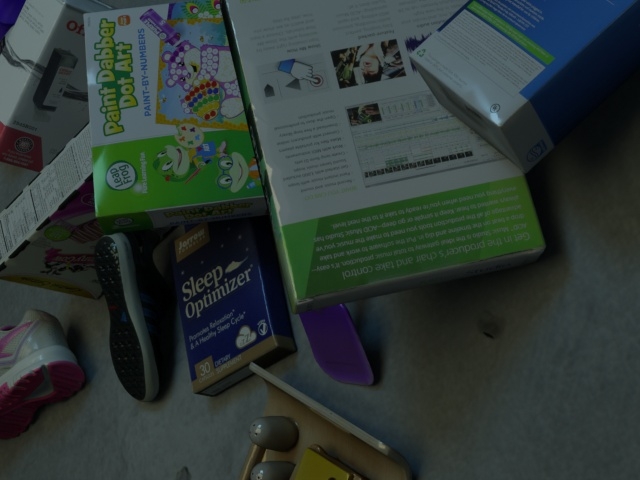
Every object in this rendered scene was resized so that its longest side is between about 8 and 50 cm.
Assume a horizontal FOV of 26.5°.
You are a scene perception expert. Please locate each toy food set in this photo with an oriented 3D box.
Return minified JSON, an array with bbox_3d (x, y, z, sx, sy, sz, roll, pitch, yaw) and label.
[{"bbox_3d":[-0.050,0.300,1.342,0.220,0.092,0.306,25,97,45],"label":"toy food set"}]

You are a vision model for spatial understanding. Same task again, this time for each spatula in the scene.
[{"bbox_3d":[0.000,0.000,1.351,0.084,0.030,0.296,-2,97,51],"label":"spatula"}]

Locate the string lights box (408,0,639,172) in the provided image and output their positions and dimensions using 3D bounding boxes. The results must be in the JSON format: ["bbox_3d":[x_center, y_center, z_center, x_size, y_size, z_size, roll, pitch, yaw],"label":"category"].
[{"bbox_3d":[0.219,-0.195,1.163,0.259,0.077,0.133,-42,49,-1],"label":"string lights box"}]

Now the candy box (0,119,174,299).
[{"bbox_3d":[-0.265,-0.031,1.598,0.233,0.159,0.071,-40,53,31],"label":"candy box"}]

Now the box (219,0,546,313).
[{"bbox_3d":[0.051,-0.110,1.253,0.058,0.232,0.322,98,159,-72],"label":"box"}]

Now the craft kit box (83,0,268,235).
[{"bbox_3d":[-0.124,-0.142,1.463,0.246,0.061,0.250,-9,68,2],"label":"craft kit box"}]

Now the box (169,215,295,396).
[{"bbox_3d":[-0.104,0.044,1.509,0.136,0.036,0.225,-32,57,34],"label":"box"}]

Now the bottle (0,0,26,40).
[{"bbox_3d":[-0.454,-0.312,1.863,0.283,0.092,0.118,-26,66,55],"label":"bottle"}]

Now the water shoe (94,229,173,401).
[{"bbox_3d":[-0.199,0.084,1.568,0.073,0.080,0.203,3,106,48],"label":"water shoe"}]

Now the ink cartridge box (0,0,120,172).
[{"bbox_3d":[-0.317,-0.193,1.694,0.092,0.158,0.218,39,106,45],"label":"ink cartridge box"}]

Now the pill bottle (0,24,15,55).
[{"bbox_3d":[-0.390,-0.221,1.810,0.193,0.108,0.108,-44,52,28],"label":"pill bottle"}]

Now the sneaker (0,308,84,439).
[{"bbox_3d":[-0.397,0.171,1.723,0.252,0.103,0.111,-31,54,27],"label":"sneaker"}]
